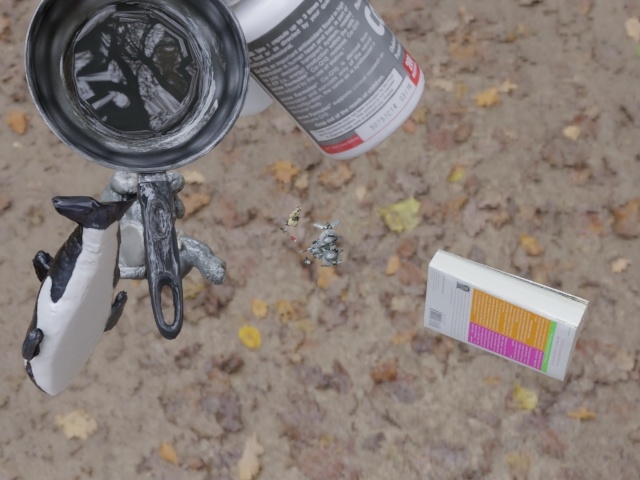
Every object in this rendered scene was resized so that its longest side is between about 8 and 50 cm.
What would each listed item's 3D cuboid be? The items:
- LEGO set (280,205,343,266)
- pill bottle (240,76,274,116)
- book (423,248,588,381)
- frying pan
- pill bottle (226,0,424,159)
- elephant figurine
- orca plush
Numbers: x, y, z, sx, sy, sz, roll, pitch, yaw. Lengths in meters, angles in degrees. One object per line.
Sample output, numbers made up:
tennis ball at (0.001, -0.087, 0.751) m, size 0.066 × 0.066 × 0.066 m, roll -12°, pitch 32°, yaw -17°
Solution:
LEGO set at (-0.002, 0.002, 0.990) m, size 0.023 × 0.083 × 0.054 m, roll 28°, pitch 98°, yaw 56°
pill bottle at (-0.109, -0.303, 1.375) m, size 0.176 × 0.176 × 0.319 m, roll -7°, pitch 35°, yaw 5°
book at (0.168, 0.073, 0.926) m, size 0.144 × 0.096 × 0.035 m, roll 21°, pitch 51°, yaw 19°
frying pan at (-0.132, -0.099, 0.890) m, size 0.197 × 0.053 × 0.326 m, roll -29°, pitch 94°, yaw -16°
pill bottle at (-0.020, -0.243, 1.154) m, size 0.161 × 0.283 × 0.161 m, roll -31°, pitch 32°, yaw 22°
elephant figurine at (-0.273, 0.010, 1.598) m, size 0.169 × 0.186 × 0.239 m, roll -6°, pitch 62°, yaw -26°
orca plush at (-0.299, 0.046, 1.106) m, size 0.102 × 0.287 × 0.151 m, roll 37°, pitch 51°, yaw 18°
